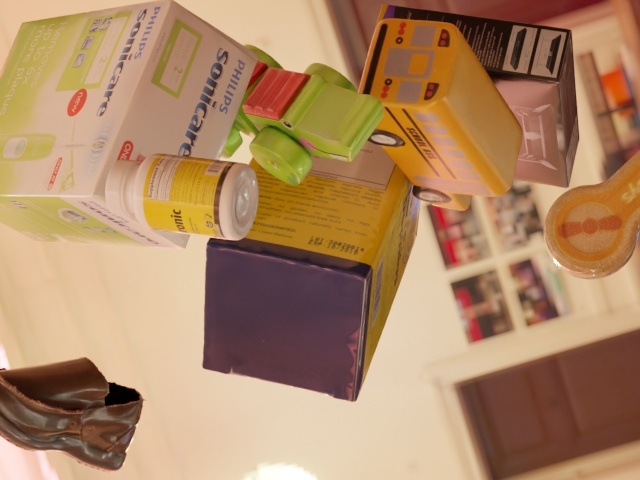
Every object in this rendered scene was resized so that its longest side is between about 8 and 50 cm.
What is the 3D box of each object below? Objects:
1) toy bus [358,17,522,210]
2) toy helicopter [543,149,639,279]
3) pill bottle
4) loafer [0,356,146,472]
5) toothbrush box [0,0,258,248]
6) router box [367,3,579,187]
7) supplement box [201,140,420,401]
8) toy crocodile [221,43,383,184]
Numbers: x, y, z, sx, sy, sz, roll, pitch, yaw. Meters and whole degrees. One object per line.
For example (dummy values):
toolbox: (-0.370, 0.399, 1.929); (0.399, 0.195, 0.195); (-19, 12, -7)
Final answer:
toy bus: (0.142, -0.136, 1.907); (0.333, 0.130, 0.108); (43, -123, -60)
toy helicopter: (0.353, -0.083, 1.449); (0.235, 0.355, 0.140); (50, -178, 10)
pill bottle: (-0.115, -0.038, 1.364); (0.065, 0.116, 0.065); (8, -90, -70)
loafer: (-0.354, 0.198, 2.148); (0.134, 0.130, 0.366); (30, 178, 28)
toothbrush box: (-0.218, -0.110, 1.626); (0.122, 0.283, 0.206); (31, -107, -37)
router box: (0.206, -0.182, 2.149); (0.309, 0.243, 0.081); (67, -145, -65)
supplement box: (0.000, 0.000, 2.036); (0.356, 0.194, 0.195); (-65, -16, -52)
toy crocodile: (-0.062, -0.144, 1.714); (0.340, 0.115, 0.105); (21, 159, 52)
